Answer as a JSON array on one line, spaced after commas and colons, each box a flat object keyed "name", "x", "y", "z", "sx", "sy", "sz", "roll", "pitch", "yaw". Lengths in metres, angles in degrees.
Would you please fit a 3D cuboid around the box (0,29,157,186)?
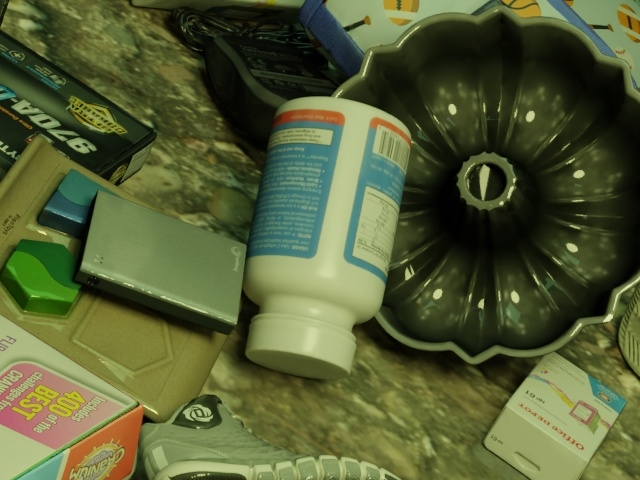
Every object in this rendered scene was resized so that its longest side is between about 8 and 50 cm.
[{"name": "box", "x": -0.283, "y": -0.109, "z": 1.604, "sx": 0.220, "sy": 0.051, "sz": 0.175, "roll": 34, "pitch": 33, "yaw": 9}]

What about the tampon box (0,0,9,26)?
[{"name": "tampon box", "x": -0.384, "y": -0.278, "z": 1.705, "sx": 0.161, "sy": 0.120, "sz": 0.101, "roll": 34, "pitch": 33, "yaw": 11}]

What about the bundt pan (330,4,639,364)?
[{"name": "bundt pan", "x": 0.157, "y": -0.041, "z": 1.632, "sx": 0.331, "sy": 0.331, "sz": 0.124, "roll": 36, "pitch": -4, "yaw": 14}]

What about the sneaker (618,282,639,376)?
[{"name": "sneaker", "x": 0.417, "y": 0.158, "z": 1.663, "sx": 0.148, "sy": 0.131, "sz": 0.350, "roll": 6, "pitch": 37, "yaw": -23}]

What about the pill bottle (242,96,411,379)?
[{"name": "pill bottle", "x": 0.000, "y": 0.000, "z": 1.509, "sx": 0.124, "sy": 0.124, "sz": 0.221, "roll": 17, "pitch": 73, "yaw": -16}]

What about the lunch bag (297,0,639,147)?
[{"name": "lunch bag", "x": 0.194, "y": -0.188, "z": 1.871, "sx": 0.328, "sy": 0.239, "sz": 0.385, "roll": 49, "pitch": 41, "yaw": 12}]

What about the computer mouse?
[{"name": "computer mouse", "x": -0.048, "y": -0.155, "z": 1.837, "sx": 0.188, "sy": 0.072, "sz": 0.272, "roll": 9, "pitch": 24, "yaw": -23}]

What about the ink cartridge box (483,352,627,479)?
[{"name": "ink cartridge box", "x": 0.211, "y": 0.163, "z": 1.580, "sx": 0.088, "sy": 0.052, "sz": 0.122, "roll": 34, "pitch": 34, "yaw": 10}]

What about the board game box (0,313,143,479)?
[{"name": "board game box", "x": -0.317, "y": 0.107, "z": 1.186, "sx": 0.316, "sy": 0.064, "sz": 0.242, "roll": 30, "pitch": 35, "yaw": 25}]

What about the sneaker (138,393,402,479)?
[{"name": "sneaker", "x": -0.038, "y": 0.169, "z": 1.364, "sx": 0.228, "sy": 0.086, "sz": 0.132, "roll": 13, "pitch": 25, "yaw": -31}]

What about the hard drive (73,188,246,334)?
[{"name": "hard drive", "x": -0.128, "y": 0.018, "z": 1.441, "sx": 0.135, "sy": 0.022, "sz": 0.094, "roll": 21, "pitch": 41, "yaw": -15}]

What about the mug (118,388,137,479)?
[{"name": "mug", "x": -0.169, "y": 0.150, "z": 1.306, "sx": 0.078, "sy": 0.064, "sz": 0.062, "roll": 4, "pitch": 45, "yaw": 7}]

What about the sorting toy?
[{"name": "sorting toy", "x": -0.187, "y": 0.056, "z": 1.408, "sx": 0.229, "sy": 0.041, "sz": 0.307, "roll": 33, "pitch": 40, "yaw": -7}]

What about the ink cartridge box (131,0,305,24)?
[{"name": "ink cartridge box", "x": -0.095, "y": -0.328, "z": 1.943, "sx": 0.212, "sy": 0.154, "sz": 0.093, "roll": 3, "pitch": -5, "yaw": -38}]
